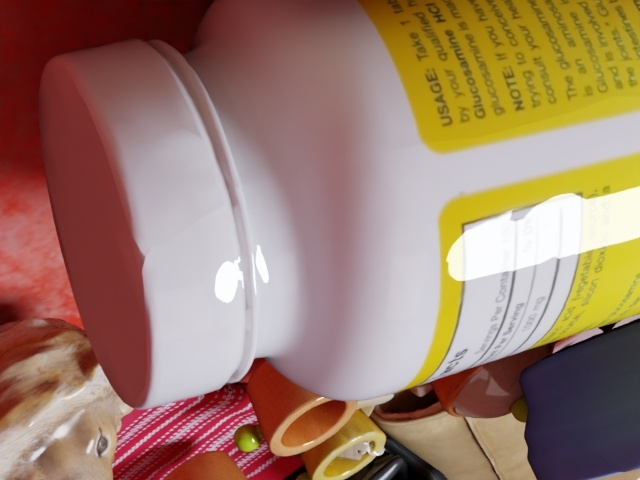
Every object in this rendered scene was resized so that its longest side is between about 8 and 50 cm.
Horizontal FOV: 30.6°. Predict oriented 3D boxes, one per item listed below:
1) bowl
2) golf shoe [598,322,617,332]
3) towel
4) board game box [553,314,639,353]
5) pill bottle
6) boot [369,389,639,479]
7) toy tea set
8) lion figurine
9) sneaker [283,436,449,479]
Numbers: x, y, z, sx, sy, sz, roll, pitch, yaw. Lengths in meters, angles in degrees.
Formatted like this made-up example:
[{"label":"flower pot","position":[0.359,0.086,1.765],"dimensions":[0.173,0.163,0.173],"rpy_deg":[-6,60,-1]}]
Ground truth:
[{"label":"bowl","position":[0.307,0.055,0.720],"dimensions":[0.391,0.077,0.391],"rpy_deg":[-18,170,-3]},{"label":"golf shoe","position":[0.167,-0.021,0.778],"dimensions":[0.120,0.105,0.273],"rpy_deg":[-50,154,11]},{"label":"towel","position":[-0.105,0.178,0.948],"dimensions":[0.199,0.031,0.275],"rpy_deg":[-40,150,25]},{"label":"board game box","position":[0.350,0.124,1.229],"dimensions":[0.193,0.053,0.305],"rpy_deg":[-34,153,17]},{"label":"pill bottle","position":[0.059,-0.040,0.516],"dimensions":[0.333,0.188,0.188],"rpy_deg":[-14,151,-23]},{"label":"boot","position":[0.192,0.176,1.058],"dimensions":[0.236,0.089,0.269],"rpy_deg":[-24,137,7]},{"label":"toy tea set","position":[0.032,0.143,0.858],"dimensions":[0.200,0.124,0.336],"rpy_deg":[6,131,-49]},{"label":"lion figurine","position":[-0.263,0.175,0.710],"dimensions":[0.240,0.142,0.392],"rpy_deg":[-34,178,-36]},{"label":"sneaker","position":[0.027,0.217,1.025],"dimensions":[0.227,0.087,0.130],"rpy_deg":[6,146,37]}]
